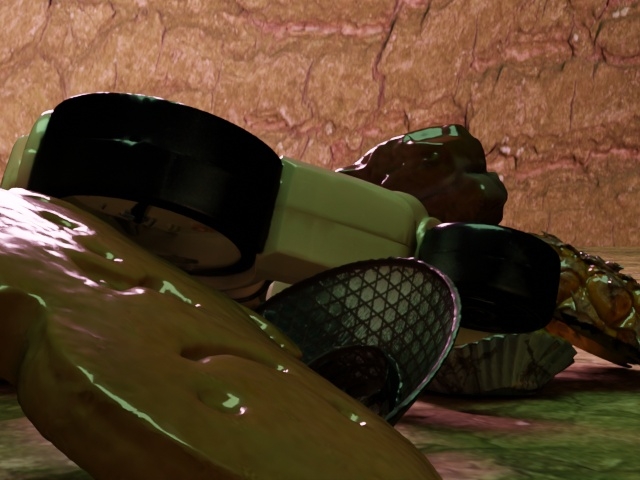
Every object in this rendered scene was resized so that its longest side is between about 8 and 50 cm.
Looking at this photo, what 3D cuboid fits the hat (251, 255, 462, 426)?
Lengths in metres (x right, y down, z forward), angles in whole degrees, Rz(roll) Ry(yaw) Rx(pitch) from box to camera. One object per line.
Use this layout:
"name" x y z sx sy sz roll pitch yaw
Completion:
"hat" 0.012 0.101 0.908 0.193 0.082 0.193 -22 29 13

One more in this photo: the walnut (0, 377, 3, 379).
"walnut" -0.286 0.036 1.184 0.207 0.167 0.167 -2 4 -25

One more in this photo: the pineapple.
"pineapple" 0.222 0.049 1.284 0.225 0.076 0.225 27 -5 3

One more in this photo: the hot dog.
"hot dog" 0.097 0.078 1.249 0.163 0.082 0.270 -2 5 -26

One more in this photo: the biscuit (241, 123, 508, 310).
"biscuit" -0.005 0.002 1.353 0.366 0.115 0.268 -22 -2 12

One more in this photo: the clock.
"clock" -0.040 0.003 1.077 0.379 0.120 0.276 21 -20 -17

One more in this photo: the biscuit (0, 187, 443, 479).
"biscuit" -0.085 0.049 0.710 0.355 0.052 0.275 33 11 40
